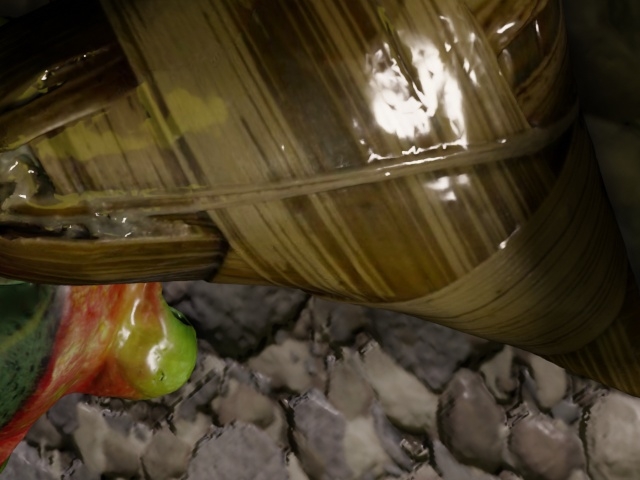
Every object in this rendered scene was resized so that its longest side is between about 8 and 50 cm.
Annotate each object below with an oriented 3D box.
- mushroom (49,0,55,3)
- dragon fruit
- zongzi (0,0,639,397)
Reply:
[{"bbox_3d":[-0.073,-0.122,0.792,0.109,0.085,0.126,-12,109,25],"label":"mushroom"},{"bbox_3d":[-0.201,-0.001,0.865,0.295,0.130,0.268,26,109,14],"label":"dragon fruit"},{"bbox_3d":[0.000,0.000,0.742,0.286,0.134,0.288,-25,113,-1],"label":"zongzi"}]
